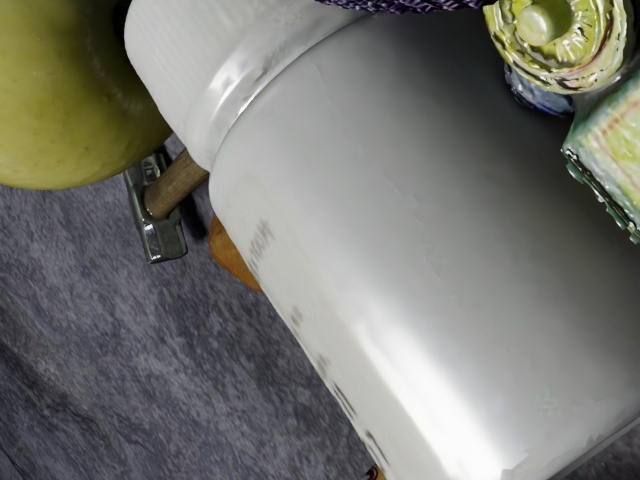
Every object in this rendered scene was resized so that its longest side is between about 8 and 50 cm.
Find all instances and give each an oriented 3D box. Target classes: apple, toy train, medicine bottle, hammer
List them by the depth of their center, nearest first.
[{"bbox_3d":[0.193,-0.122,0.494,0.177,0.134,0.261,49,145,7],"label":"toy train"},{"bbox_3d":[0.053,-0.028,0.666,0.371,0.211,0.211,55,148,18],"label":"medicine bottle"},{"bbox_3d":[-0.241,-0.166,0.855,0.258,0.233,0.295,13,161,24],"label":"apple"},{"bbox_3d":[-0.116,-0.057,0.963,0.365,0.044,0.111,154,102,-69],"label":"hammer"}]

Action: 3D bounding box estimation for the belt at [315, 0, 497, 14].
[{"bbox_3d":[0.041,-0.224,0.423,0.325,0.122,0.260,4,84,40],"label":"belt"}]

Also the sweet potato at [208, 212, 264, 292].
[{"bbox_3d":[-0.014,-0.002,0.895,0.355,0.106,0.095,-2,80,56],"label":"sweet potato"}]

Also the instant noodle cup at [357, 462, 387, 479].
[{"bbox_3d":[0.088,0.246,0.933,0.208,0.126,0.177,42,144,26],"label":"instant noodle cup"}]
